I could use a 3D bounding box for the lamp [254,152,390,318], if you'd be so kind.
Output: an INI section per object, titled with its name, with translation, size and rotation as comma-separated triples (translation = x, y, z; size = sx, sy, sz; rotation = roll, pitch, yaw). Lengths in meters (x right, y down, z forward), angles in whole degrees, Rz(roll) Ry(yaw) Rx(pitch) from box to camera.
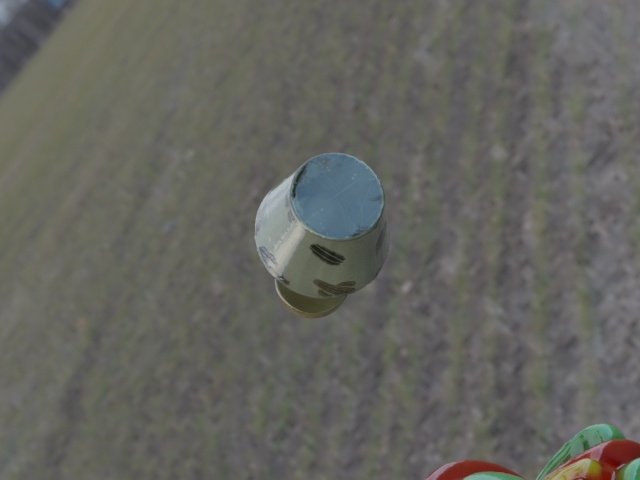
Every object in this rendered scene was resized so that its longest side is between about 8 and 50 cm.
[lamp]
translation = 0.000, 0.000, 1.642
size = 0.121, 0.121, 0.214
rotation = -54, -6, -19

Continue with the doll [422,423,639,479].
[doll]
translation = 0.098, 0.243, 1.248
size = 0.363, 0.160, 0.182
rotation = -38, 44, 49
